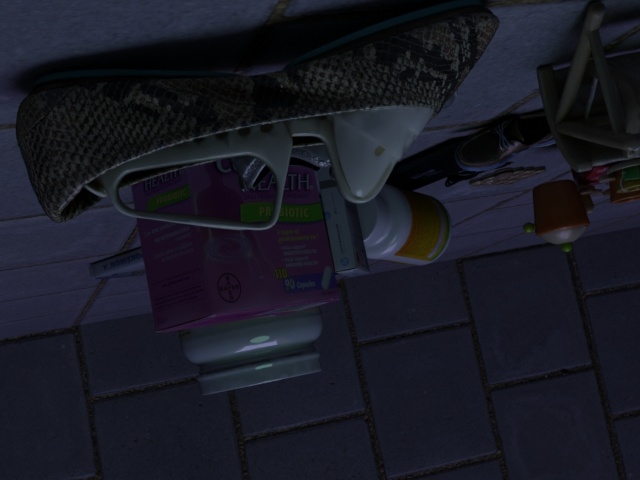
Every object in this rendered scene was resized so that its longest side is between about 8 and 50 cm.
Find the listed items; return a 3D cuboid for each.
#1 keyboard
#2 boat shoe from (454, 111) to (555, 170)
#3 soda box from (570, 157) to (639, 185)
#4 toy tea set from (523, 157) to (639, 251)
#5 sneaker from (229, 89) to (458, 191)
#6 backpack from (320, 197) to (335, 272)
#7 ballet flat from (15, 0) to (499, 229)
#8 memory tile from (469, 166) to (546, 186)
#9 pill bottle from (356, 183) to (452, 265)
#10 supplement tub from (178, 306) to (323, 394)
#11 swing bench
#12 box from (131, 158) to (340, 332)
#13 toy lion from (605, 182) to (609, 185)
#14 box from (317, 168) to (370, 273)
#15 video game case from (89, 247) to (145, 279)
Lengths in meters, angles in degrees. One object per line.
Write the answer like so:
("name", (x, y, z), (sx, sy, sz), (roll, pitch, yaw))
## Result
("keyboard", (0.211, -0.128, 1.795), (0.201, 0.033, 0.317), (2, 167, -36))
("boat shoe", (0.295, -0.163, 1.560), (0.183, 0.066, 0.066), (-22, 168, 1))
("soda box", (0.515, -0.160, 1.821), (0.092, 0.083, 0.263), (-12, 173, 5))
("toy tea set", (0.527, -0.062, 1.763), (0.336, 0.124, 0.200), (-17, 170, 41))
("sneaker", (0.023, -0.127, 1.160), (0.281, 0.115, 0.105), (-13, 173, 10))
("backpack", (0.000, 0.000, 1.959), (0.166, 0.144, 0.188), (-9, 152, -29))
("ballet flat", (-0.046, -0.103, 0.986), (0.482, 0.182, 0.164), (-11, 172, -6))
("memory tile", (0.394, -0.133, 2.113), (0.148, 0.012, 0.113), (-5, 170, -40))
("pill bottle", (0.123, -0.030, 1.806), (0.136, 0.136, 0.245), (-16, 166, 32))
("supplement tub", (-0.126, 0.072, 1.629), (0.235, 0.325, 0.235), (-11, 173, -1))
("swing bench", (0.420, -0.182, 1.184), (0.253, 0.165, 0.255), (-12, 173, -2))
("box", (-0.108, -0.023, 1.256), (0.213, 0.243, 0.117), (-3, 169, -46))
("toy lion", (0.642, -0.147, 2.348), (0.100, 0.034, 0.096), (-15, 165, 28))
("box", (0.035, -0.039, 1.583), (0.038, 0.186, 0.145), (-13, 173, 9))
("video game case", (-0.286, 0.032, 2.210), (0.300, 0.036, 0.329), (-17, 171, 35))
